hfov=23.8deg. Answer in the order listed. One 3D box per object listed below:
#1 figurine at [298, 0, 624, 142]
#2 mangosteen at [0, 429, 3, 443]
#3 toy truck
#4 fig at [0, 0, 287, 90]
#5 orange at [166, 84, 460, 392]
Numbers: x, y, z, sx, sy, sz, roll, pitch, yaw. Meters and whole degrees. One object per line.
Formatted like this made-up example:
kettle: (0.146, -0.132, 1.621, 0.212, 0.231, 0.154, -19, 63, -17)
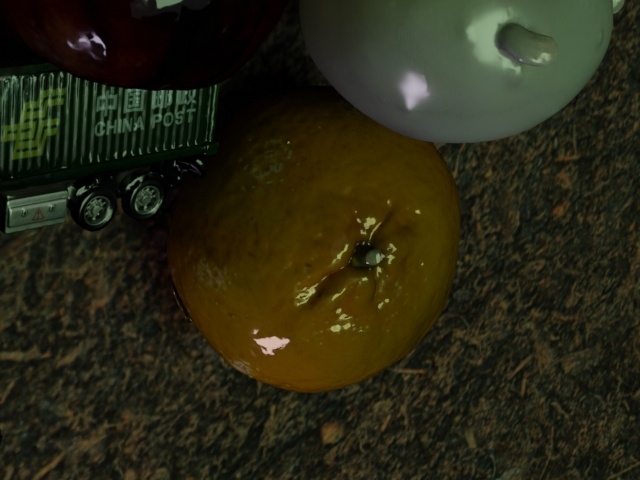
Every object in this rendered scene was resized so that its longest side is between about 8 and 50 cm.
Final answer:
figurine: (0.115, -0.264, 0.957, 0.274, 0.226, 0.394, -8, 106, -23)
mangosteen: (-0.284, 0.226, 0.945, 0.231, 0.231, 0.289, 51, 37, -46)
toy truck: (-0.187, -0.066, 0.943, 0.259, 0.088, 0.121, -13, 122, -40)
fig: (-0.085, -0.204, 0.832, 0.186, 0.204, 0.249, 24, 96, -17)
orange: (-0.001, 0.001, 1.089, 0.219, 0.193, 0.219, -13, 125, -19)
